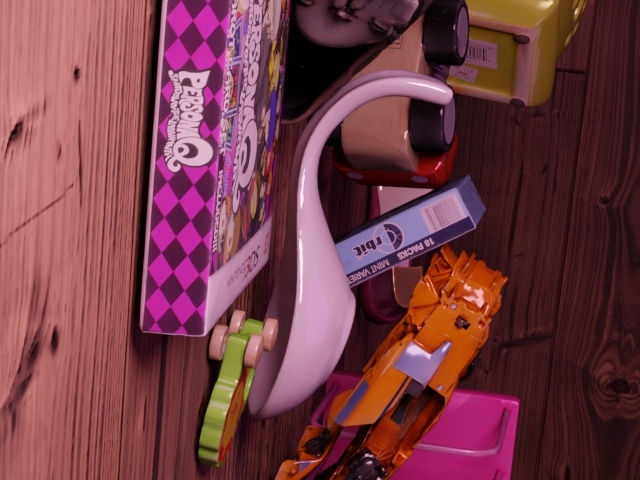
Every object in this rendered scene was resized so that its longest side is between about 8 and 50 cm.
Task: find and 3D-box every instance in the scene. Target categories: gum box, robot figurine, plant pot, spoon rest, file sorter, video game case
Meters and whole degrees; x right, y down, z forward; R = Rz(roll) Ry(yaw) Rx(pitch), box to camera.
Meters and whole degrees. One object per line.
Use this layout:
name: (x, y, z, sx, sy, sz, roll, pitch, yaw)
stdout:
gum box: (0.063, -0.003, 1.480, 0.041, 0.157, 0.184, 64, 10, -1)
robot figurine: (0.050, 0.146, 1.434, 0.291, 0.085, 0.211, -55, 177, 17)
plant pot: (0.184, -0.288, 1.900, 0.227, 0.228, 0.207, 83, 23, -61)
spoon rest: (0.000, 0.000, 1.211, 0.137, 0.084, 0.276, -117, -129, -76)
file sorter: (0.077, 0.305, 1.705, 0.182, 0.202, 0.291, -42, 139, -74)
video game case: (-0.053, -0.081, 0.946, 0.210, 0.041, 0.232, -54, 150, -78)

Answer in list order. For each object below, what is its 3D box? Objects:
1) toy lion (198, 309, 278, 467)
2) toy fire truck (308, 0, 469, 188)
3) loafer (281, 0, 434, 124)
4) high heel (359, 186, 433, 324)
toy lion: (-0.059, 0.101, 1.127, 0.100, 0.034, 0.096, -42, 145, -79)
toy fire truck: (0.068, -0.139, 1.523, 0.246, 0.158, 0.217, 52, 44, -65)
loafer: (0.016, -0.144, 1.093, 0.267, 0.096, 0.084, 128, -13, -73)
high heel: (0.081, -0.025, 1.981, 0.117, 0.082, 0.244, 152, -64, -64)
